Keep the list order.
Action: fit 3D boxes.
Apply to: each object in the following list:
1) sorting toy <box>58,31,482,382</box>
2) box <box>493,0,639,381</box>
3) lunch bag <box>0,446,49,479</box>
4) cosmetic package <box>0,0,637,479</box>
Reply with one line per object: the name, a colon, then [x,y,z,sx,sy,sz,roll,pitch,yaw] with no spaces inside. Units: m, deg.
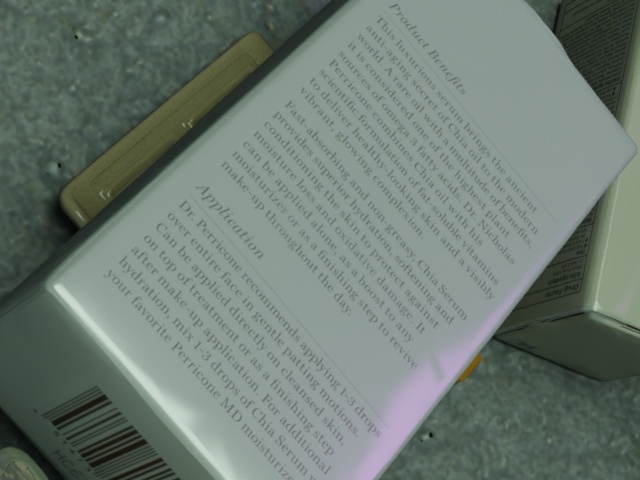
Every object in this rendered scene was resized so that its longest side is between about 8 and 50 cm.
sorting toy: [-0.026,0.023,1.230,0.307,0.041,0.229,51,58,-9]
box: [0.248,-0.057,1.321,0.121,0.148,0.311,22,72,-21]
lunch bag: [-0.190,0.255,0.952,0.169,0.287,0.235,-30,92,-28]
cosmetic package: [0.000,0.000,1.114,0.230,0.161,0.453,50,52,-8]
